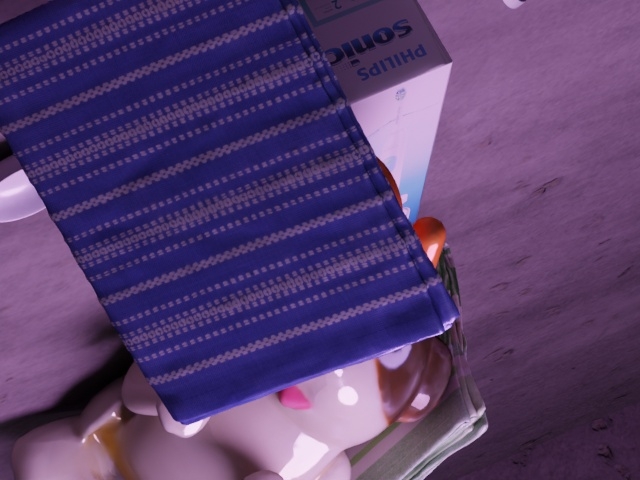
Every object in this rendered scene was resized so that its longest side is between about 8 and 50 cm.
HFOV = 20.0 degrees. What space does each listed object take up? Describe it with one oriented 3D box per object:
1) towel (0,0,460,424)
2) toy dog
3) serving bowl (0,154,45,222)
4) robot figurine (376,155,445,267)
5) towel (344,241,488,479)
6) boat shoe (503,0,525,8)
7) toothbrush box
[{"bbox_3d":[-0.074,-0.039,1.280,0.243,0.336,0.040,-21,-161,20],"label":"towel"},{"bbox_3d":[-0.049,0.184,1.930,0.408,0.284,0.395,-42,170,31],"label":"toy dog"},{"bbox_3d":[-0.241,-0.049,1.461,0.083,0.027,0.083,-26,160,-10],"label":"serving bowl"},{"bbox_3d":[0.002,0.000,1.400,0.128,0.158,0.219,-44,163,-17],"label":"robot figurine"},{"bbox_3d":[0.077,0.164,2.025,0.038,0.325,0.248,34,117,-26],"label":"towel"},{"bbox_3d":[0.136,-0.263,1.334,0.091,0.114,0.302,-27,161,10],"label":"boat shoe"},{"bbox_3d":[-0.024,-0.085,1.523,0.216,0.126,0.295,-23,160,-12],"label":"toothbrush box"}]
